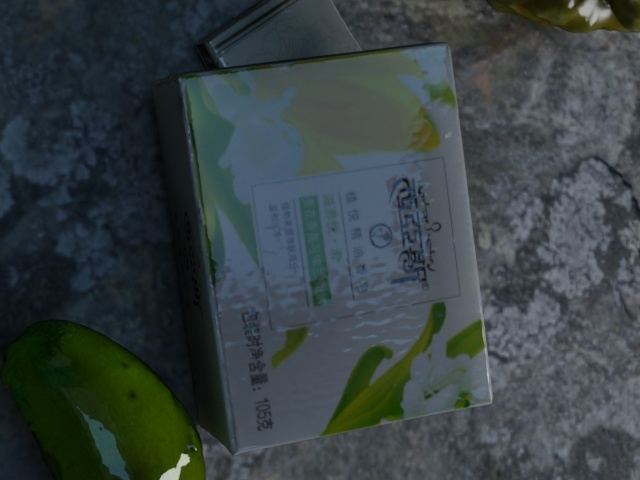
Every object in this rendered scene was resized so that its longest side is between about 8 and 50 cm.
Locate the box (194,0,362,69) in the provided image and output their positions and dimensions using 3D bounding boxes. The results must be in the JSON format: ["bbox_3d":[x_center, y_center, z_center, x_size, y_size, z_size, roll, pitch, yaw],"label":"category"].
[{"bbox_3d":[0.003,-0.092,1.058,0.109,0.029,0.198,-37,102,-22],"label":"box"}]

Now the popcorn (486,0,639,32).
[{"bbox_3d":[0.190,-0.289,1.035,0.247,0.282,0.282,7,81,15],"label":"popcorn"}]

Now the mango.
[{"bbox_3d":[-0.139,0.127,0.925,0.100,0.119,0.178,-32,103,2],"label":"mango"}]

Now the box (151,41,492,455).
[{"bbox_3d":[0.000,0.000,0.982,0.195,0.111,0.260,-10,94,-16],"label":"box"}]
